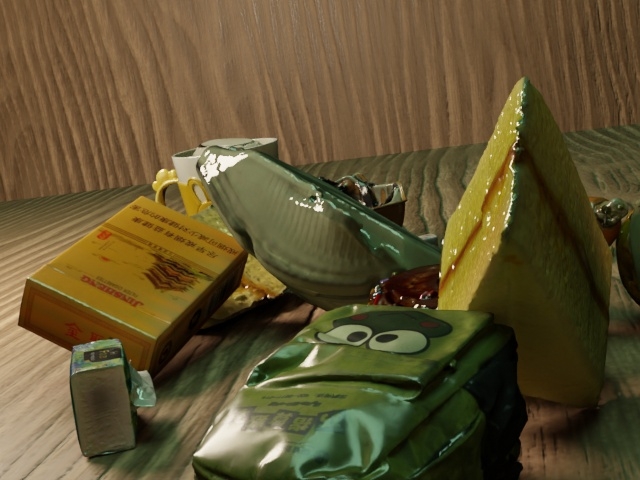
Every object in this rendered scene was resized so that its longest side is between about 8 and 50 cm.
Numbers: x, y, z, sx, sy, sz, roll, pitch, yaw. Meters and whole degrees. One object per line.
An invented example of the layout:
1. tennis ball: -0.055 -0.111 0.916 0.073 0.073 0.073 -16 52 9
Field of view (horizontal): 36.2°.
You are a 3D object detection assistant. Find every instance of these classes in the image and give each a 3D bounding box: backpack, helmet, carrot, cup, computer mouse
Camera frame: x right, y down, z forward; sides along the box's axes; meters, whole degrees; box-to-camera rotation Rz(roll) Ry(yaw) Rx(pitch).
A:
1. backpack: 0.029 0.143 0.704 0.207 0.140 0.253 -1 19 33
2. helmet: 0.044 -0.024 1.596 0.198 0.130 0.224 -18 23 -25
3. carrot: 0.251 0.021 1.138 0.069 0.069 0.336 -13 -15 -24
4. cup: -0.175 -0.062 1.706 0.241 0.226 0.185 -6 12 20
5. computer mouse: -0.003 0.002 1.276 0.429 0.146 0.228 32 9 36

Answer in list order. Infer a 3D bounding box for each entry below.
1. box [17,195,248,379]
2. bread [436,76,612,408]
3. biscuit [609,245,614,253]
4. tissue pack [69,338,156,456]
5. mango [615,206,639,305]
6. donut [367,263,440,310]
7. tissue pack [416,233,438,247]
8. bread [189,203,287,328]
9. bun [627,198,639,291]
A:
1. box: -0.222 0.052 1.219 0.174 0.076 0.274 23 29 10
2. bread: 0.196 0.015 0.800 0.163 0.168 0.264 12 -27 0
3. biscuit: 0.351 0.017 1.427 0.152 0.020 0.152 -9 11 2
4. tissue pack: -0.204 0.150 0.970 0.079 0.085 0.111 -9 9 -12
5. mango: 0.414 0.000 1.111 0.248 0.151 0.156 -14 45 -42
6. donut: 0.161 0.081 1.025 0.230 0.096 0.216 -14 11 -29
7. tissue pack: 0.132 0.026 1.433 0.083 0.063 0.035 -11 8 -10
8. bread: -0.143 0.033 1.396 0.178 0.136 0.240 -3 15 35
9. bun: 0.426 0.031 0.786 0.359 0.211 0.360 -11 5 1
